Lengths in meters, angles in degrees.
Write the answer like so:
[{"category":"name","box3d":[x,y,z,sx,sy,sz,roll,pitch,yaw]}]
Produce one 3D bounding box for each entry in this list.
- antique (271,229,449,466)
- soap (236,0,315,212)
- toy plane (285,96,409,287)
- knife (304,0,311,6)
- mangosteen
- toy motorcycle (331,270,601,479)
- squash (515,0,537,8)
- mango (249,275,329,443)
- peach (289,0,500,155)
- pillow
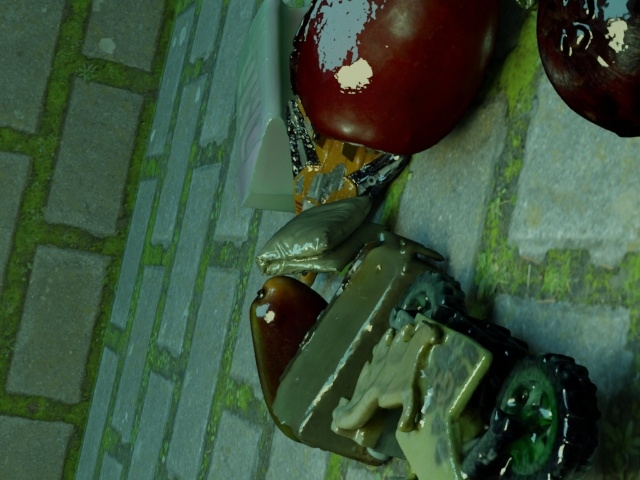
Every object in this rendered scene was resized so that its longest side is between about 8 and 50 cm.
[{"category":"antique","box3d":[0.065,0.131,1.280,0.284,0.150,0.125,-65,28,8]},{"category":"soap","box3d":[-0.073,-0.228,1.766,0.208,0.115,0.347,126,147,-55]},{"category":"toy plane","box3d":[0.014,-0.051,1.514,0.103,0.204,0.316,-44,-28,-46]},{"category":"knife","box3d":[-0.009,-0.419,1.870,0.047,0.017,0.298,-56,31,37]},{"category":"mangosteen","box3d":[0.283,-0.185,0.841,0.210,0.210,0.210,-44,39,52]},{"category":"toy motorcycle","box3d":[0.141,0.178,1.023,0.237,0.169,0.410,-67,19,8]},{"category":"squash","box3d":[0.240,-0.345,1.193,0.105,0.105,0.132,-143,50,-65]},{"category":"mango","box3d":[-0.022,0.171,1.394,0.111,0.133,0.267,26,132,55]},{"category":"peach","box3d":[0.125,-0.258,1.248,0.201,0.258,0.361,31,97,22]},{"category":"pillow","box3d":[0.000,0.000,1.372,0.134,0.181,0.077,-6,108,27]}]
